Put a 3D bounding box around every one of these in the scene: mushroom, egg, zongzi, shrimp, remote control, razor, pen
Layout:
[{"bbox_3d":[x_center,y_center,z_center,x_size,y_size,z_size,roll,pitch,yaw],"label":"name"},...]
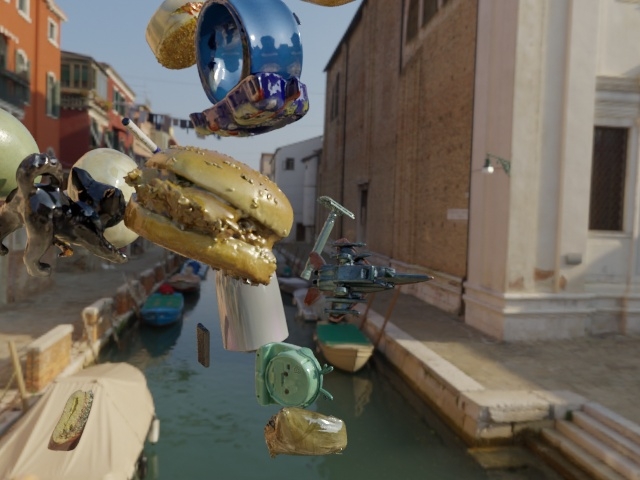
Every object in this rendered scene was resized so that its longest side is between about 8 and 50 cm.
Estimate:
[{"bbox_3d":[-0.682,-0.111,1.628,0.315,0.315,0.356,4,44,44],"label":"mushroom"},{"bbox_3d":[-0.815,-0.207,1.287,0.218,0.219,0.295,2,-23,5],"label":"egg"},{"bbox_3d":[-0.023,0.425,1.184,0.194,0.099,0.197,4,-40,-13],"label":"zongzi"},{"bbox_3d":[-0.739,-0.004,1.428,0.150,0.068,0.248,44,-10,-23],"label":"shrimp"},{"bbox_3d":[-0.450,0.405,1.995,0.063,0.245,0.025,33,47,22],"label":"remote control"},{"bbox_3d":[0.000,0.000,1.462,0.106,0.232,0.068,32,-9,-39],"label":"razor"},{"bbox_3d":[-0.607,-0.349,1.789,0.033,0.033,0.269,2,-14,7],"label":"pen"}]

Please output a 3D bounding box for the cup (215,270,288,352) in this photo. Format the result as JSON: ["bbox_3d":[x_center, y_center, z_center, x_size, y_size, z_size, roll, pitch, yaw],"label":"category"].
[{"bbox_3d":[-0.275,0.232,2.007,0.253,0.372,0.253,-10,5,1],"label":"cup"}]

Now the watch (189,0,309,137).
[{"bbox_3d":[-0.107,-0.265,0.776,0.171,0.200,0.196,-16,-1,-44],"label":"watch"}]

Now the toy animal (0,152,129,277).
[{"bbox_3d":[-0.627,-0.080,1.329,0.194,0.303,0.344,32,23,24],"label":"toy animal"}]

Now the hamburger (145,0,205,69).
[{"bbox_3d":[-0.484,-0.745,1.878,0.294,0.179,0.276,-44,-3,25],"label":"hamburger"}]

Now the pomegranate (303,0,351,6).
[{"bbox_3d":[0.020,-0.883,1.537,0.411,0.412,0.411,2,2,0],"label":"pomegranate"}]

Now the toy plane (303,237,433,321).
[{"bbox_3d":[0.113,0.092,1.294,0.326,0.223,0.104,-5,-23,28],"label":"toy plane"}]

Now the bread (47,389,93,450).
[{"bbox_3d":[-0.640,0.480,1.330,0.067,0.192,0.119,24,33,-13],"label":"bread"}]

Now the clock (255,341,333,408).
[{"bbox_3d":[-0.064,0.341,1.295,0.210,0.160,0.066,-1,2,29],"label":"clock"}]

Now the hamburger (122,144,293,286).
[{"bbox_3d":[-0.293,-0.087,1.215,0.445,0.268,0.287,24,-3,25],"label":"hamburger"}]
